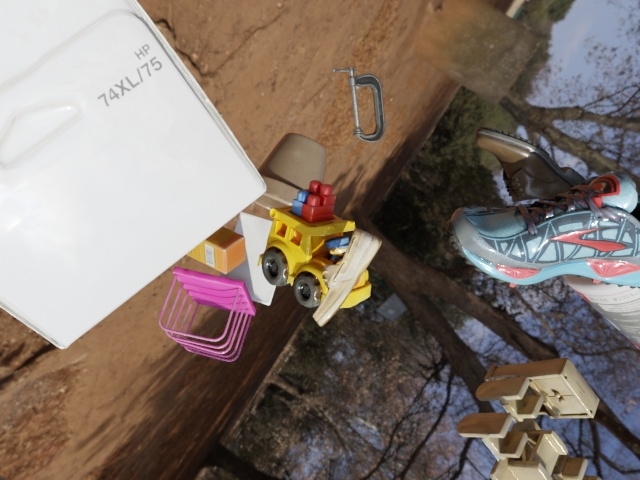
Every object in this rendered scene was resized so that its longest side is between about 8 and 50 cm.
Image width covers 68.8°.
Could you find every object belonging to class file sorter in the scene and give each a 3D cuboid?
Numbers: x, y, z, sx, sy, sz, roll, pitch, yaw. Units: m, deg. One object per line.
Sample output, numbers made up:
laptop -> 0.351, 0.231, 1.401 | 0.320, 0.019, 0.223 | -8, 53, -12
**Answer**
file sorter -> -0.326, 0.230, 1.375 | 0.291, 0.202, 0.182 | 91, 12, -65
file sorter -> -0.224, 0.069, 1.677 | 0.173, 0.192, 0.278 | 91, 16, -84

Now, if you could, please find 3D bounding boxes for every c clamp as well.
c clamp -> 0.083, -0.276, 0.956 | 0.137, 0.161, 0.022 | -27, -158, -39

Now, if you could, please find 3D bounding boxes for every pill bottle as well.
pill bottle -> 0.500, 0.080, 0.680 | 0.161, 0.283, 0.161 | -46, -162, 20

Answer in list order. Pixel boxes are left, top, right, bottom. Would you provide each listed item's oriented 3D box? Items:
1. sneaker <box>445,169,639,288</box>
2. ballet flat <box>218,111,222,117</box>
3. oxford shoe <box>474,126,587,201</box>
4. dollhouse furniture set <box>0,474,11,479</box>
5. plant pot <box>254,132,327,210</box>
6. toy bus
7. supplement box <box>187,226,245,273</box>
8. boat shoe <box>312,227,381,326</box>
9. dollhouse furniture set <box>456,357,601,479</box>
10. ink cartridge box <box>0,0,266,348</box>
sneaker -> 0.263, -0.027, 0.490 | 0.104, 0.261, 0.125 | -98, -167, -45
ballet flat -> -0.245, -0.231, 1.177 | 0.067, 0.206, 0.073 | -17, -179, -12
oxford shoe -> 0.352, -0.117, 0.811 | 0.096, 0.227, 0.083 | -57, -170, 12
dollhouse furniture set -> -0.575, 0.414, 0.693 | 0.129, 0.184, 0.129 | -50, -156, -13
plant pot -> -0.086, -0.203, 1.467 | 0.263, 0.263, 0.229 | 120, -6, -83
toy bus -> 0.000, 0.000, 0.903 | 0.149, 0.220, 0.211 | -9, 119, -44
supplement box -> -0.299, -0.005, 1.160 | 0.078, 0.233, 0.080 | -39, 146, -46
boat shoe -> 0.031, 0.056, 0.750 | 0.170, 0.059, 0.063 | -55, 173, -13
dollhouse furniture set -> 0.341, 0.327, 0.798 | 0.242, 0.212, 0.161 | -40, -175, -37
ink cartridge box -> -0.212, -0.092, 0.405 | 0.198, 0.197, 0.270 | -39, -148, -6
